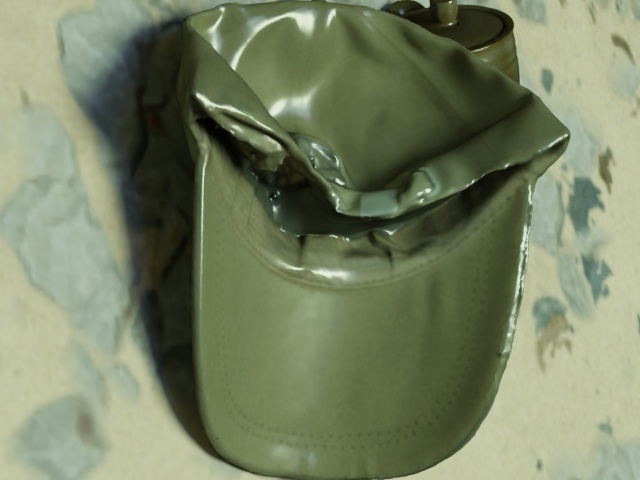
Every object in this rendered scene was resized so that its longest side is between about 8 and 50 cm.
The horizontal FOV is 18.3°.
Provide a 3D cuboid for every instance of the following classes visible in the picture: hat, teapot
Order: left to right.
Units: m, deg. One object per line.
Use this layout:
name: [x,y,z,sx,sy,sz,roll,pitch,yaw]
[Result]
hat: [0.000,0.000,0.851,0.166,0.173,0.144,8,28,-19]
teapot: [0.036,-0.074,0.929,0.110,0.085,0.080,-18,118,-21]
